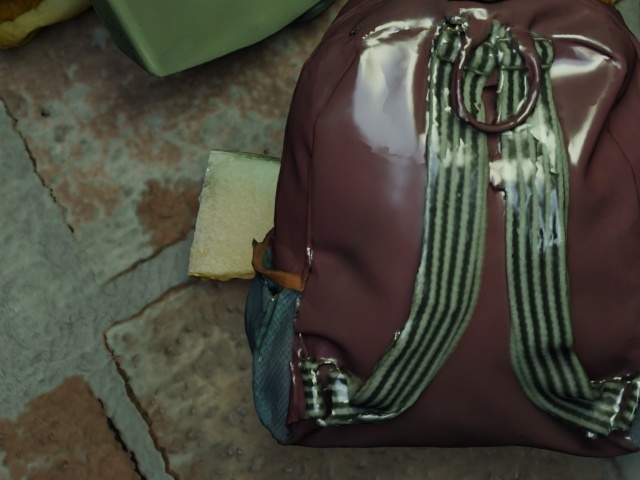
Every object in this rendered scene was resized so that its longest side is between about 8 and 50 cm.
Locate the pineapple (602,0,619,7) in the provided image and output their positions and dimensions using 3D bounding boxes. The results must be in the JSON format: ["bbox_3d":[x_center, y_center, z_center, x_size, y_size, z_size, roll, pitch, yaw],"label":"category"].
[{"bbox_3d":[0.119,-0.173,1.212,0.176,0.137,0.161,-18,84,9],"label":"pineapple"}]

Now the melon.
[{"bbox_3d":[-0.001,-0.008,1.275,0.182,0.054,0.098,7,96,5],"label":"melon"}]

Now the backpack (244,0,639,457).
[{"bbox_3d":[0.098,-0.013,1.136,0.283,0.197,0.317,1,117,-5],"label":"backpack"}]

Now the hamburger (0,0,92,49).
[{"bbox_3d":[-0.199,-0.302,1.270,0.209,0.162,0.329,7,84,13],"label":"hamburger"}]

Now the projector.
[{"bbox_3d":[-0.048,-0.241,1.225,0.269,0.193,0.088,-39,45,-12],"label":"projector"}]
